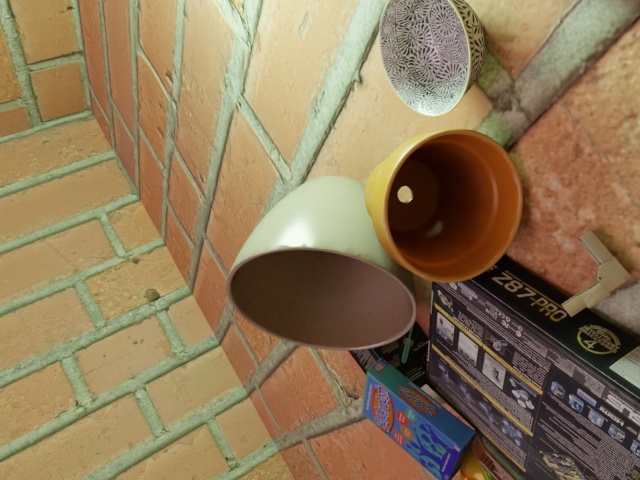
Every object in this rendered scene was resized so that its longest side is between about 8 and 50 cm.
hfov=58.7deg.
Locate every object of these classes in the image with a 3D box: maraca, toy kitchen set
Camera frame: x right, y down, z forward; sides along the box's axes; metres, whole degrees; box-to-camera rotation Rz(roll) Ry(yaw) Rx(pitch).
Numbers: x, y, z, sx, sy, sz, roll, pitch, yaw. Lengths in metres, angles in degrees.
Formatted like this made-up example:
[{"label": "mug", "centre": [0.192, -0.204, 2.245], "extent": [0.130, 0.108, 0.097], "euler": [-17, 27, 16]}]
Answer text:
[{"label": "maraca", "centre": [0.308, 0.427, 1.056], "extent": [0.185, 0.099, 0.127], "euler": [64, 179, -44]}, {"label": "toy kitchen set", "centre": [0.332, 0.044, 0.725], "extent": [0.075, 0.083, 0.068], "euler": [56, -165, 17]}]

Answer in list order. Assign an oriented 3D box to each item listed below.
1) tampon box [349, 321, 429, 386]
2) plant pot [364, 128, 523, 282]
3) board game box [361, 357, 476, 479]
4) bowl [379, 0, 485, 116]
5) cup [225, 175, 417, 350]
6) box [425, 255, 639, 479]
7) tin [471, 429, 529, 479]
[{"label": "tampon box", "centre": [0.154, 0.236, 1.168], "extent": [0.161, 0.120, 0.101], "euler": [54, 151, 21]}, {"label": "plant pot", "centre": [0.154, -0.059, 0.837], "extent": [0.188, 0.205, 0.205], "euler": [-147, 37, -72]}, {"label": "board game box", "centre": [0.172, 0.334, 1.052], "extent": [0.210, 0.047, 0.160], "euler": [35, 145, 30]}, {"label": "bowl", "centre": [0.161, -0.257, 0.750], "extent": [0.170, 0.080, 0.170], "euler": [43, 148, 36]}, {"label": "cup", "centre": [0.017, 0.022, 1.048], "extent": [0.331, 0.331, 0.237], "euler": [103, 179, -53]}, {"label": "box", "centre": [0.325, 0.220, 0.854], "extent": [0.395, 0.097, 0.318], "euler": [39, 144, 44]}, {"label": "tin", "centre": [0.343, 0.378, 0.962], "extent": [0.190, 0.106, 0.040], "euler": [44, 135, 34]}]
